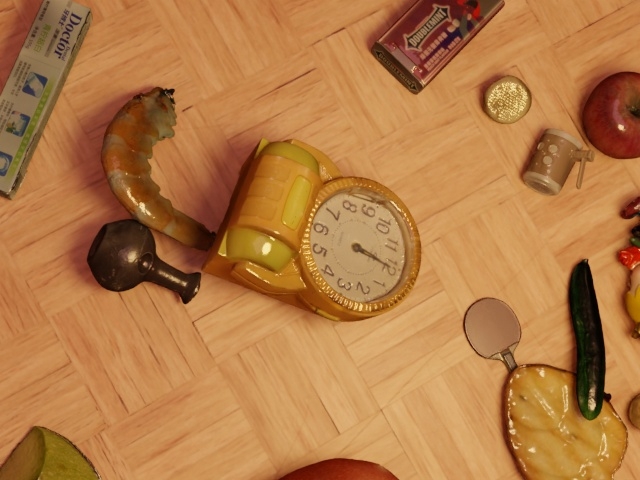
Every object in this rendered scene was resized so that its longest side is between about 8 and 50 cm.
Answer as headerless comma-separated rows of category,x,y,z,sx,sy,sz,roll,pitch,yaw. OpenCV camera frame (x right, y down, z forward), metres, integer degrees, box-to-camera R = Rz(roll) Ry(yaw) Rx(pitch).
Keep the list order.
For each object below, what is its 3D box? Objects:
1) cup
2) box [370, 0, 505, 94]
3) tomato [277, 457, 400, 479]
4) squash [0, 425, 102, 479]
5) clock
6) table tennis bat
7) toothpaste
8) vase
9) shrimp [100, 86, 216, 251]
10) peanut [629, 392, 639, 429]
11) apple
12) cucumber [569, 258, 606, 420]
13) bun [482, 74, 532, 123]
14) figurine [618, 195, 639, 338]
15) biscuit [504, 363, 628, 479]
cup,0.412,-0.127,1.901,0.102,0.074,0.099,25,81,16
box,0.204,-0.370,1.911,0.120,0.069,0.224,42,78,0
tomato,0.024,0.504,1.654,0.342,0.273,0.341,1,81,-9
squash,-0.425,0.405,1.696,0.184,0.085,0.192,36,80,-1
clock,0.000,0.000,1.763,0.317,0.200,0.244,25,70,-17
table tennis bat,0.304,0.172,1.877,0.095,0.014,0.158,-27,86,-13
toothpaste,-0.469,-0.234,1.789,0.081,0.067,0.336,22,79,-5
vase,-0.277,0.042,1.766,0.183,0.120,0.120,27,78,-22
shrimp,-0.261,-0.106,1.766,0.185,0.068,0.287,-22,83,-47
peanut,0.613,0.267,1.878,0.193,0.089,0.089,-25,86,-12
apple,0.529,-0.213,1.914,0.154,0.120,0.153,2,82,-15
cucumber,0.451,0.166,1.858,0.056,0.056,0.284,6,65,-8
bun,0.323,-0.245,1.918,0.086,0.055,0.086,0,107,1
figurine,0.565,0.051,1.885,0.185,0.127,0.234,32,89,2
biscuit,0.405,0.317,1.854,0.203,0.041,0.260,-38,92,-10
